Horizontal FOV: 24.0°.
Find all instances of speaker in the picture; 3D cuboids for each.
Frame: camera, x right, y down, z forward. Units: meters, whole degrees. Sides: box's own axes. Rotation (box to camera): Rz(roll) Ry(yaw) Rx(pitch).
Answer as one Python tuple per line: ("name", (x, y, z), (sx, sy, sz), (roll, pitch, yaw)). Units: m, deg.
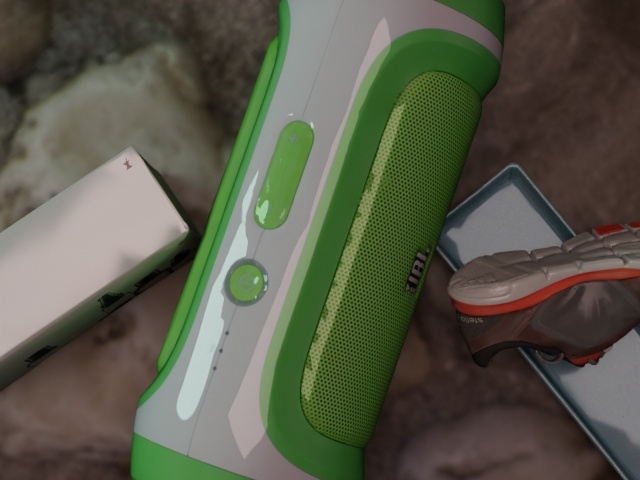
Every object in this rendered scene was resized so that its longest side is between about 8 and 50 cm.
("speaker", (0.000, 0.000, 0.788), (0.131, 0.131, 0.297), (19, 85, 4))

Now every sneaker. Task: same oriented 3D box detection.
("sneaker", (0.148, 0.033, 0.811), (0.157, 0.061, 0.065), (-9, 110, 2))

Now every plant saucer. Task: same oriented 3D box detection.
("plant saucer", (0.142, 0.050, 0.836), (0.067, 0.018, 0.192), (-39, 84, -2))

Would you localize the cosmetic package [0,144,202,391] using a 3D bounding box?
("cosmetic package", (-0.177, 0.045, 0.809), (0.239, 0.099, 0.060), (-34, 83, -1))
